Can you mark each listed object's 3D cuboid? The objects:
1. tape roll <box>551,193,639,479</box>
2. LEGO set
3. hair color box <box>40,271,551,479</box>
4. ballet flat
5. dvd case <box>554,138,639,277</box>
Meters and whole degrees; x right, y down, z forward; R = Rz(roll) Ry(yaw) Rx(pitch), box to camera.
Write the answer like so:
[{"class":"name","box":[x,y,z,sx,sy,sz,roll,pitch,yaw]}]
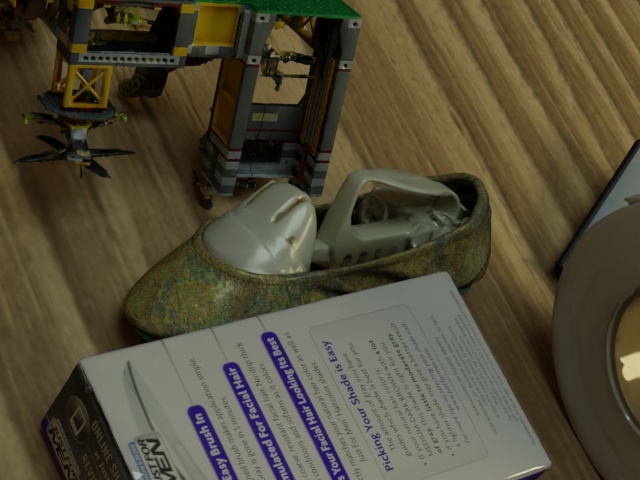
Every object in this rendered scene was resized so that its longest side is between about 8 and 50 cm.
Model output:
[{"class":"tape roll","box":[0.320,0.095,1.294,0.100,0.286,0.286,-13,64,-34]},{"class":"LEGO set","box":[-0.130,-0.138,1.336,0.331,0.192,0.255,-5,30,-35]},{"class":"hair color box","box":[-0.014,0.153,1.193,0.339,0.110,0.185,-11,64,-36]},{"class":"ballet flat","box":[0.000,0.000,1.300,0.348,0.123,0.123,-9,61,-33]},{"class":"dvd case","box":[0.368,0.021,1.478,0.253,0.022,0.180,28,59,16]}]
